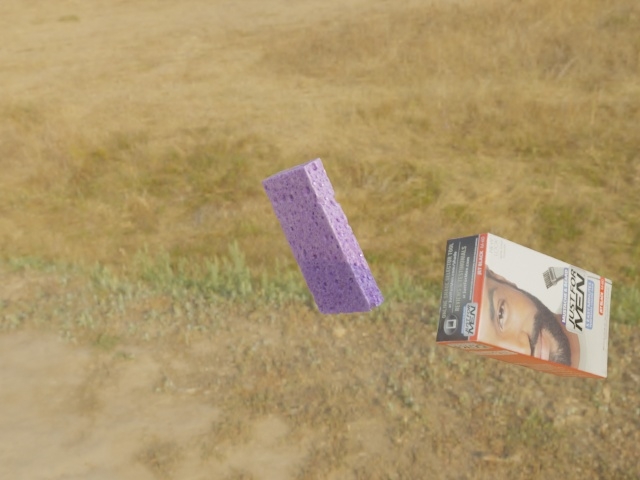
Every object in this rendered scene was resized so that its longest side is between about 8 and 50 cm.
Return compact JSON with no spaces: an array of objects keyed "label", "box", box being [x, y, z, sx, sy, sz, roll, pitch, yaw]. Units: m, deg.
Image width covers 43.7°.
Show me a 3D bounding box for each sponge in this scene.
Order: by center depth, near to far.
[{"label":"sponge","box":[0.000,0.000,1.072,0.031,0.210,0.117,-30,10,-34]}]

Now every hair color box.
[{"label":"hair color box","box":[0.182,0.061,0.697,0.167,0.093,0.053,17,-17,-31]}]
